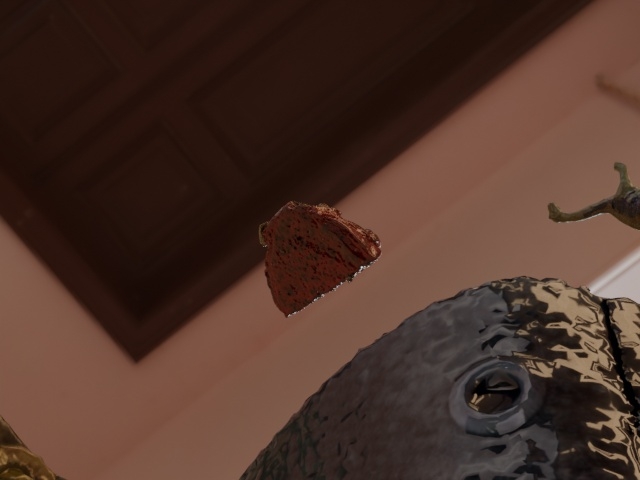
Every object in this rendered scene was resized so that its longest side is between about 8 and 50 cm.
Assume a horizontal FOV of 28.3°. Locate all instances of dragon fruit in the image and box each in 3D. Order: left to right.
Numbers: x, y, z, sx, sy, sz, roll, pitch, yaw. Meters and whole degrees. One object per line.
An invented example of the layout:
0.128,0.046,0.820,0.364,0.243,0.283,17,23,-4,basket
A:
0.000,0.000,1.367,0.106,0.162,0.083,53,-132,-1,dragon fruit

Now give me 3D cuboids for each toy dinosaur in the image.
0.270,-0.034,1.033,0.180,0.058,0.037,5,167,46,toy dinosaur

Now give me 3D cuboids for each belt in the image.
0.035,0.121,0.383,0.122,0.218,0.128,27,-144,-20,belt

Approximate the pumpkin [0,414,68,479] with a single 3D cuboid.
-0.331,0.264,1.162,0.280,0.190,0.139,37,-148,5,pumpkin
